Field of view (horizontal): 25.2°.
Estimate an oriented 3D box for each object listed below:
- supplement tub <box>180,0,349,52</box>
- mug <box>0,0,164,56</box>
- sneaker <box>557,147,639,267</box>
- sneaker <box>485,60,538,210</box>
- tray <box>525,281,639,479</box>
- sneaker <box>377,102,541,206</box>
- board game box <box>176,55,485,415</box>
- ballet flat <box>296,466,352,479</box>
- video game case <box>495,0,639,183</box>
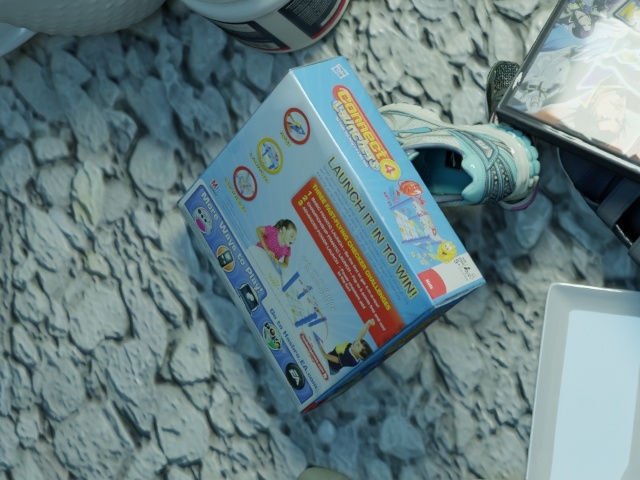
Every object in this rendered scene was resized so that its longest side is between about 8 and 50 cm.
[{"bbox_3d":[-0.079,-0.336,1.681,0.191,0.272,0.191,-1,85,14],"label":"supplement tub"},{"bbox_3d":[-0.344,-0.351,1.721,0.374,0.328,0.276,-41,74,13],"label":"mug"},{"bbox_3d":[0.391,-0.026,1.589,0.321,0.127,0.126,39,118,11],"label":"sneaker"},{"bbox_3d":[0.228,-0.127,1.685,0.072,0.077,0.178,-7,84,14],"label":"sneaker"},{"bbox_3d":[0.322,0.189,1.660,0.145,0.030,0.270,6,87,16],"label":"tray"},{"bbox_3d":[0.106,-0.095,1.649,0.283,0.122,0.110,6,107,42],"label":"sneaker"},{"bbox_3d":[0.000,0.000,1.645,0.308,0.086,0.302,59,139,11],"label":"board game box"},{"bbox_3d":[0.050,0.348,1.700,0.213,0.068,0.072,42,97,14],"label":"ballet flat"},{"bbox_3d":[0.371,-0.187,1.569,0.275,0.035,0.248,27,80,20],"label":"video game case"}]
